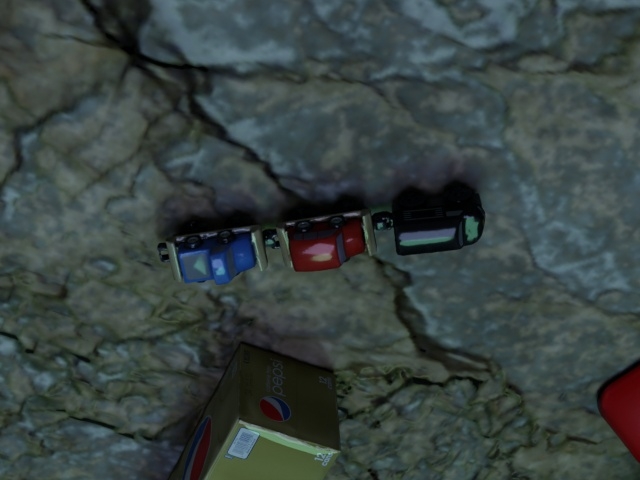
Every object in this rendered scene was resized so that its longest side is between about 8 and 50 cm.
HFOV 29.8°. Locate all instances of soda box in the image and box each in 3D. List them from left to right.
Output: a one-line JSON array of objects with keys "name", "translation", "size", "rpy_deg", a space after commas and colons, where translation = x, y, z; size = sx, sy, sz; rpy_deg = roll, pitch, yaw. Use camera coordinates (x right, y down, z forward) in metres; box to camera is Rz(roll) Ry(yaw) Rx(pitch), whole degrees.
[{"name": "soda box", "translation": [-0.053, 0.147, 0.657], "size": [0.058, 0.061, 0.181], "rpy_deg": [20, 121, -15]}]

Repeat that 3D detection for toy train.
[{"name": "toy train", "translation": [0.000, 0.000, 0.573], "size": [0.158, 0.036, 0.027], "rpy_deg": [-8, 124, 4]}]

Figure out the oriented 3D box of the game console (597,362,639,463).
[{"name": "game console", "translation": [0.248, 0.090, 0.658], "size": [0.144, 0.085, 0.124], "rpy_deg": [-38, 149, 22]}]
